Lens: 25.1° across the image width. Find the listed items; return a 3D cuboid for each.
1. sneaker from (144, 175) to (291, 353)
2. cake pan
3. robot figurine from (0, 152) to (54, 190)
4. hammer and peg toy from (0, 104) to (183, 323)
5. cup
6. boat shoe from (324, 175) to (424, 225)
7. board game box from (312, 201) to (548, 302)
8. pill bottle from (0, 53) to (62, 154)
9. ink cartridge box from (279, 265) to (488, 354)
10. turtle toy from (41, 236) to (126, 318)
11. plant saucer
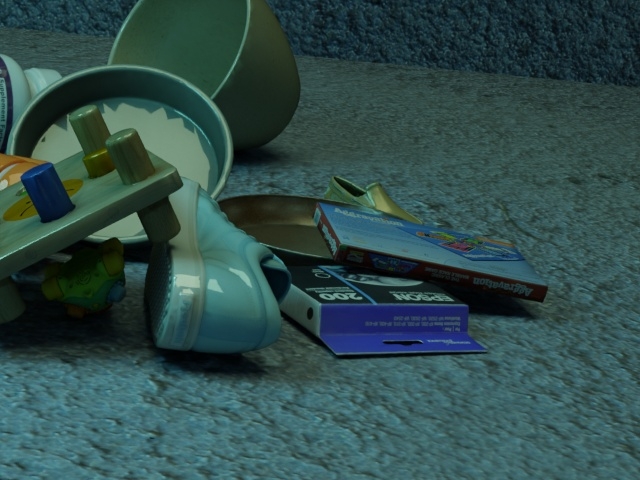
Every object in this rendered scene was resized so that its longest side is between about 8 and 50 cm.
[{"bbox_3d":[-0.114,0.037,1.627,0.150,0.135,0.366,13,23,-13],"label":"sneaker"},{"bbox_3d":[-0.261,-0.104,1.888,0.293,0.054,0.293,2,56,-3],"label":"cake pan"},{"bbox_3d":[-0.402,-0.044,1.742,0.219,0.128,0.158,14,5,25],"label":"robot figurine"},{"bbox_3d":[-0.337,-0.007,1.534,0.361,0.127,0.266,-28,21,-15],"label":"hammer and peg toy"},{"bbox_3d":[-0.172,-0.280,2.465,0.331,0.331,0.237,24,-5,45],"label":"cup"},{"bbox_3d":[0.077,-0.050,2.116,0.190,0.072,0.068,20,19,36],"label":"boat shoe"},{"bbox_3d":[0.137,0.015,1.830,0.281,0.027,0.145,12,20,-16],"label":"board game box"},{"bbox_3d":[-0.538,-0.198,2.146,0.302,0.169,0.169,-2,19,-35],"label":"pill bottle"},{"bbox_3d":[0.063,0.079,1.696,0.206,0.045,0.208,1,18,-29],"label":"ink cartridge box"},{"bbox_3d":[-0.255,0.044,1.601,0.095,0.066,0.130,-23,19,0],"label":"turtle toy"},{"bbox_3d":[0.000,0.000,1.940,0.311,0.050,0.310,7,16,-2],"label":"plant saucer"}]
